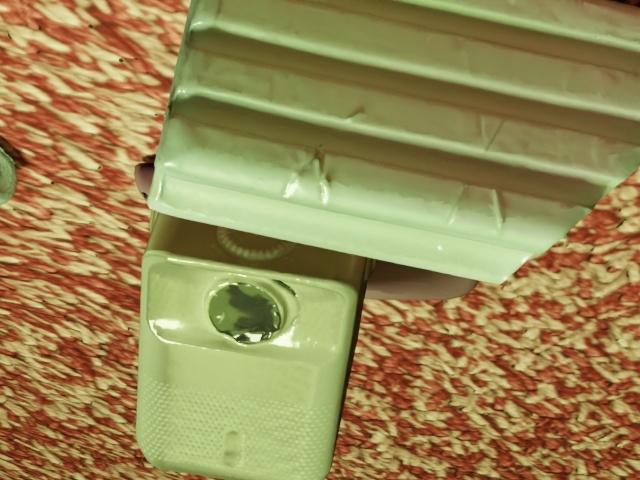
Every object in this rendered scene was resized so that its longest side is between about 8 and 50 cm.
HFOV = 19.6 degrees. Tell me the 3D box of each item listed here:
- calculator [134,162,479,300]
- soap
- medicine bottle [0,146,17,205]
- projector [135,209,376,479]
[{"bbox_3d":[0.000,0.001,1.491,0.294,0.043,0.194,7,156,5],"label":"calculator"},{"bbox_3d":[0.053,-0.078,1.119,0.289,0.173,0.095,12,158,-4],"label":"soap"},{"bbox_3d":[-0.348,-0.055,1.497,0.208,0.054,0.090,-3,154,29],"label":"medicine bottle"},{"bbox_3d":[-0.045,0.035,1.342,0.163,0.177,0.243,10,127,2],"label":"projector"}]
